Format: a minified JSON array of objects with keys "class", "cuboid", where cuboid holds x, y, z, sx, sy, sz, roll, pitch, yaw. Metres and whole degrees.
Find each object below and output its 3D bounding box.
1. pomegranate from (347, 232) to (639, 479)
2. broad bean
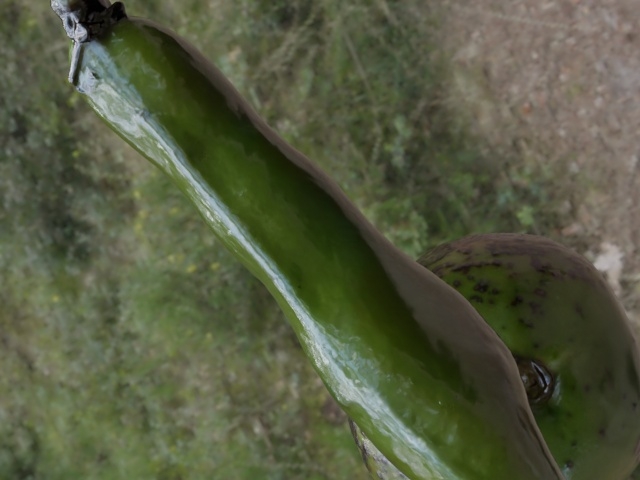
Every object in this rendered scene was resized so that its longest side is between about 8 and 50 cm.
[{"class":"pomegranate","cuboid":[0.114,0.102,0.865,0.214,0.214,0.248,64,169,0]},{"class":"broad bean","cuboid":[-0.006,0.005,0.482,0.325,0.067,0.075,46,179,-4]}]
